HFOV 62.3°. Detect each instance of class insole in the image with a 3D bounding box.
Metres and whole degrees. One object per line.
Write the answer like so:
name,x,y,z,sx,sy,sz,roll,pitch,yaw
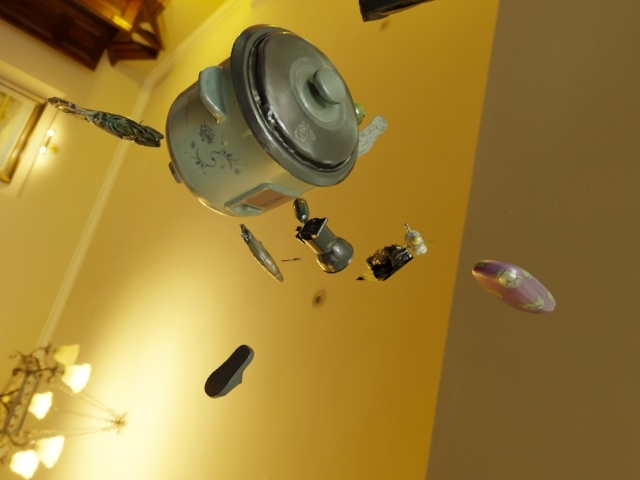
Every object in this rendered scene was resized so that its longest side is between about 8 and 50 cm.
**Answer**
insole,0.136,-0.304,1.551,0.193,0.065,0.006,-48,-166,-29

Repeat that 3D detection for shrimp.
shrimp,-0.216,0.036,1.873,0.051,0.262,0.198,-38,-163,-4
shrimp,-0.481,-0.266,1.170,0.296,0.169,0.058,20,-86,29

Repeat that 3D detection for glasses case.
glasses case,0.484,0.119,1.319,0.123,0.316,0.075,9,-105,43

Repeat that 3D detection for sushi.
sushi,0.191,0.036,1.468,0.192,0.050,0.215,-36,-172,-15

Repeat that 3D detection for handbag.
handbag,0.237,-0.695,1.502,0.223,0.080,0.247,-9,-159,27

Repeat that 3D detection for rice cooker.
rice cooker,-0.084,-0.183,0.856,0.317,0.317,0.264,-25,-117,43

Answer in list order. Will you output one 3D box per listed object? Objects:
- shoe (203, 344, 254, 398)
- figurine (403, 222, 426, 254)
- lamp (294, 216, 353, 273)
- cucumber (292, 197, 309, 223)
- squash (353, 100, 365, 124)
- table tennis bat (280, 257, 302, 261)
shoe,-0.329,0.509,2.011,0.241,0.093,0.108,-48,-135,-3
figurine,0.235,-0.004,1.335,0.047,0.050,0.083,-32,-138,-1
lamp,0.000,0.000,1.925,0.172,0.227,0.147,13,-115,42
cucumber,-0.058,-0.089,1.630,0.048,0.048,0.105,-48,-152,21
squash,-0.035,-0.365,1.556,0.341,0.094,0.094,-2,-118,21
table tennis bat,-0.086,0.059,1.601,0.083,0.050,0.007,-11,-97,48
